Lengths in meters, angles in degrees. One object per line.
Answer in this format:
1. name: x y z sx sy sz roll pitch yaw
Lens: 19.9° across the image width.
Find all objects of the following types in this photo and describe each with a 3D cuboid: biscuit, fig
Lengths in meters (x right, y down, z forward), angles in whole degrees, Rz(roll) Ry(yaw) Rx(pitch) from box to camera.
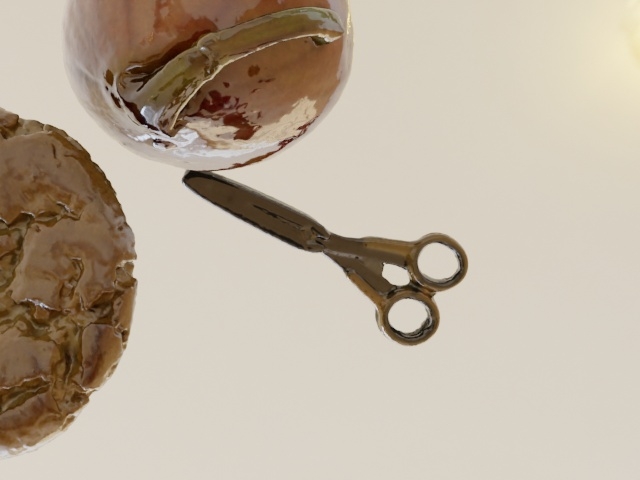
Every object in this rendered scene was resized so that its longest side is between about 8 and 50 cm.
1. biscuit: -0.217 0.024 1.125 0.226 0.226 0.042 -53 -13 0
2. fig: -0.075 -0.131 1.172 0.205 0.205 0.205 -47 -19 -21

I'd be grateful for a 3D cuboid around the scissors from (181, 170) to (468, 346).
1. scissors: 0.000 0.000 1.297 0.088 0.220 0.017 -62 16 7
